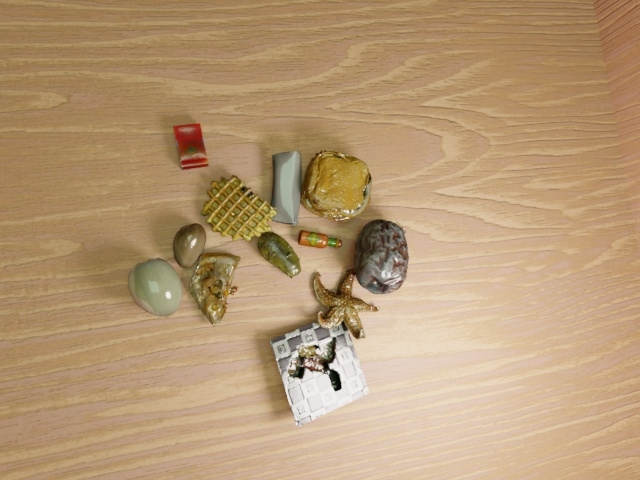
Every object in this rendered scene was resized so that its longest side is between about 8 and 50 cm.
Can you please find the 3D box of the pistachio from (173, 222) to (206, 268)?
[{"bbox_3d":[-0.521,0.018,1.649,0.126,0.108,0.185,23,87,-40],"label":"pistachio"}]

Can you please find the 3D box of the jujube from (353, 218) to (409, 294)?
[{"bbox_3d":[0.255,0.062,1.741,0.226,0.226,0.316,18,55,-11],"label":"jujube"}]

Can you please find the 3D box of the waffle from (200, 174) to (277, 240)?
[{"bbox_3d":[-0.335,-0.138,1.701,0.310,0.065,0.283,-4,82,-4],"label":"waffle"}]

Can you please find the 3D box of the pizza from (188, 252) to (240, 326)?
[{"bbox_3d":[-0.428,0.190,1.668,0.189,0.071,0.296,14,82,-12],"label":"pizza"}]

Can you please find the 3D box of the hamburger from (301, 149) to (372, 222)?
[{"bbox_3d":[0.072,-0.228,1.775,0.319,0.158,0.318,1,84,-12],"label":"hamburger"}]

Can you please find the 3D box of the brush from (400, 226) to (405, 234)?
[{"bbox_3d":[0.326,0.059,1.865,0.036,0.043,0.247,24,80,-17],"label":"brush"}]

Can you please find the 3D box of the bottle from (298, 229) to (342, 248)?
[{"bbox_3d":[0.000,0.000,1.784,0.187,0.069,0.069,8,83,-13],"label":"bottle"}]

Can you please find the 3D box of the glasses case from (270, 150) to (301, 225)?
[{"bbox_3d":[-0.147,-0.219,1.762,0.128,0.083,0.307,3,90,0],"label":"glasses case"}]

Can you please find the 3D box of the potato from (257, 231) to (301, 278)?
[{"bbox_3d":[-0.166,0.058,1.729,0.117,0.090,0.225,-44,94,-13],"label":"potato"}]

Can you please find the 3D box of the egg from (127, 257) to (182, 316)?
[{"bbox_3d":[-0.613,0.184,1.567,0.183,0.183,0.217,-25,80,-14],"label":"egg"}]

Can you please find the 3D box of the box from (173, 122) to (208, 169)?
[{"bbox_3d":[-0.530,-0.385,1.710,0.112,0.048,0.175,-10,87,-15],"label":"box"}]

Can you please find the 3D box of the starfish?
[{"bbox_3d":[0.112,0.258,1.759,0.312,0.113,0.303,16,63,-9],"label":"starfish"}]

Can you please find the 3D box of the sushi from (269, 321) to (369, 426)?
[{"bbox_3d":[-0.009,0.523,1.730,0.343,0.064,0.359,-16,83,-25],"label":"sushi"}]
